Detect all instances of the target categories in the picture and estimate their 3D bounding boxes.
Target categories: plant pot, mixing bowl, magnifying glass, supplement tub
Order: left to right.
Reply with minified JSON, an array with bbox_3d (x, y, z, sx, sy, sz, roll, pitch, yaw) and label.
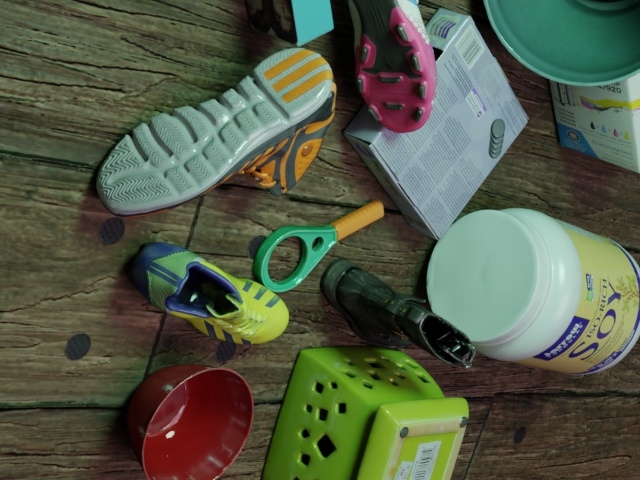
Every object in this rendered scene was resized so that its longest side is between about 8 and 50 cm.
[{"bbox_3d":[-0.188,0.233,1.692,0.181,0.098,0.181,-23,125,-37],"label":"mixing bowl"},{"bbox_3d":[0.000,0.000,1.816,0.231,0.026,0.092,-30,129,-33],"label":"magnifying glass"},{"bbox_3d":[0.081,0.299,1.916,0.227,0.207,0.228,3,106,-45],"label":"plant pot"},{"bbox_3d":[0.347,0.082,2.043,0.331,0.241,0.241,15,99,-48],"label":"supplement tub"},{"bbox_3d":[0.403,-0.393,1.857,0.196,0.293,0.293,-46,143,-57],"label":"plant pot"}]

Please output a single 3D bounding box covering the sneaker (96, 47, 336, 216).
[{"bbox_3d":[-0.113,-0.095,1.582,0.321,0.124,0.180,-28,155,-7],"label":"sneaker"}]

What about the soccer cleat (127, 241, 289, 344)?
[{"bbox_3d":[-0.126,0.086,1.660,0.289,0.121,0.093,30,87,-49],"label":"soccer cleat"}]

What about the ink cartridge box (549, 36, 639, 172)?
[{"bbox_3d":[0.482,-0.265,2.053,0.168,0.171,0.233,-40,133,-24],"label":"ink cartridge box"}]

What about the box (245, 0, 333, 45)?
[{"bbox_3d":[-0.053,-0.362,1.521,0.060,0.100,0.244,-31,129,-29],"label":"box"}]

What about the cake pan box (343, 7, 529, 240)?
[{"bbox_3d":[0.174,-0.169,1.873,0.246,0.070,0.267,-55,138,-12],"label":"cake pan box"}]

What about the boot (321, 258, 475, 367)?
[{"bbox_3d":[0.135,0.132,1.864,0.263,0.229,0.091,36,83,-48],"label":"boot"}]

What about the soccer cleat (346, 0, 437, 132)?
[{"bbox_3d":[0.096,-0.304,1.674,0.143,0.116,0.331,-58,139,-45],"label":"soccer cleat"}]
